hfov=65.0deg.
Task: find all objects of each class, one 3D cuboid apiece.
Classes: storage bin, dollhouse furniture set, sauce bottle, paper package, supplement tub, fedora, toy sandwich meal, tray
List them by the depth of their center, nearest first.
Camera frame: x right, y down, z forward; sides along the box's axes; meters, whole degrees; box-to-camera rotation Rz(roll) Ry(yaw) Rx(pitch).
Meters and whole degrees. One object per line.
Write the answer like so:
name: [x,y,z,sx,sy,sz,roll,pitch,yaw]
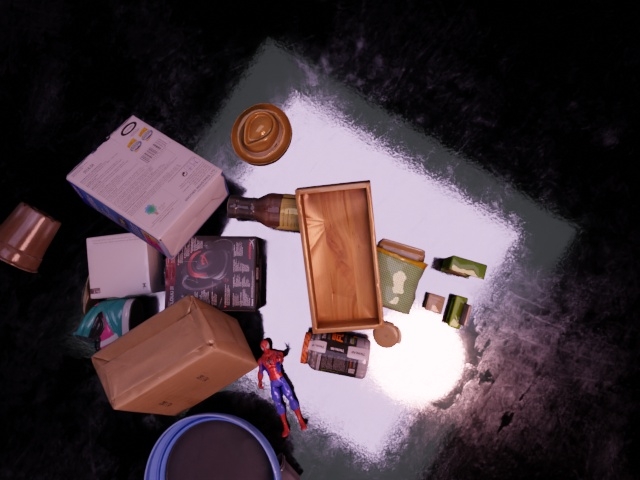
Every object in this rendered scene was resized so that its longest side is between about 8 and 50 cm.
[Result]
paper package: [-0.371,0.319,1.344,0.310,0.325,0.168,-31,66,1]
tray: [0.058,0.048,1.398,0.203,0.076,0.410,-5,101,6]
dollhouse furniture set: [0.280,0.121,1.423,0.302,0.151,0.197,16,88,4]
supplement tub: [0.043,0.324,1.441,0.191,0.117,0.116,10,87,3]
storage bin: [-0.124,0.703,1.446,0.091,0.098,0.135,44,90,-6]
sauce bottle: [-0.097,-0.085,1.475,0.345,0.111,0.111,7,87,4]
toy sandwich meal: [0.198,0.277,1.482,0.086,0.029,0.085,1,95,11]
fedora: [-0.182,-0.326,1.506,0.195,0.079,0.194,0,87,3]

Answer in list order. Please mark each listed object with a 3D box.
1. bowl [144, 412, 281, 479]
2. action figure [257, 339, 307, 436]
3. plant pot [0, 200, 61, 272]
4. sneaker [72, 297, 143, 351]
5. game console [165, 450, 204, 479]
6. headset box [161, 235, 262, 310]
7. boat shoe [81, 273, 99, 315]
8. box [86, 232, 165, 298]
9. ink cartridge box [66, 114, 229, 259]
bowl: [-0.292,0.670,1.387,0.392,0.077,0.390,-1,84,11]
action figure: [-0.122,0.422,1.439,0.092,0.139,0.280,-20,84,0]
plant pot: [-0.873,-0.015,1.490,0.167,0.167,0.165,31,81,4]
sneaker: [-0.630,0.307,1.473,0.179,0.124,0.295,6,92,8]
game console: [-0.357,0.702,1.452,0.124,0.085,0.144,-36,85,-25]
headset box: [-0.325,0.094,1.474,0.294,0.110,0.217,0,87,3]
boat shoe: [-0.696,0.153,1.518,0.049,0.056,0.152,4,81,36]
box: [-0.571,0.074,1.484,0.181,0.119,0.181,-6,87,2]
ink cartridge box: [-0.500,-0.169,1.417,0.396,0.151,0.270,32,67,10]
